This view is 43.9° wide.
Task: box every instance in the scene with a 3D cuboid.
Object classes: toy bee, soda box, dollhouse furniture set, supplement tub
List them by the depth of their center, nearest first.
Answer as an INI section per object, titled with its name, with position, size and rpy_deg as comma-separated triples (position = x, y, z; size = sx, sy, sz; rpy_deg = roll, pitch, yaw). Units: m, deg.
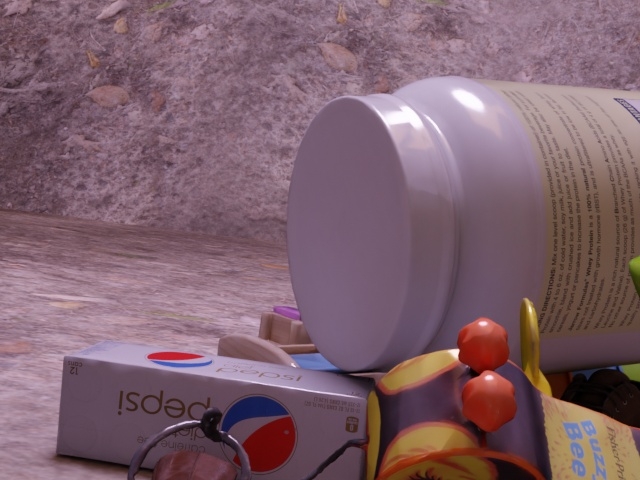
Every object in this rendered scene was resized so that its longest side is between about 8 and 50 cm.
[toy bee]
position = 0.081, 0.113, 0.360
size = 0.298, 0.162, 0.195
rpy_deg = -4, 52, -24
[soda box]
position = -0.072, 0.125, 0.568
size = 0.216, 0.074, 0.069
rpy_deg = 7, 3, 9
[supplement tub]
position = 0.159, -0.008, 0.642
size = 0.324, 0.236, 0.235
rpy_deg = -1, 7, -25
[dollhouse furniture set]
position = 0.000, 0.000, 0.843
size = 0.198, 0.304, 0.286
rpy_deg = 5, 4, -38

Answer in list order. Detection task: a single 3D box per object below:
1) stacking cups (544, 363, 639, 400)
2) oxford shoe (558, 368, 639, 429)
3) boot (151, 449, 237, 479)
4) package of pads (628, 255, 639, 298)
[stacking cups]
position = 0.246, 0.148, 0.792
size = 0.316, 0.096, 0.096
rpy_deg = 0, 6, -23
[oxford shoe]
position = 0.194, 0.144, 0.600
size = 0.082, 0.096, 0.227
rpy_deg = 12, 8, 37
[boot]
position = -0.056, 0.155, 0.475
size = 0.106, 0.037, 0.114
rpy_deg = 9, -1, 0
[package of pads]
position = 0.246, 0.105, 0.289
size = 0.101, 0.229, 0.296
rpy_deg = -24, 3, 3
